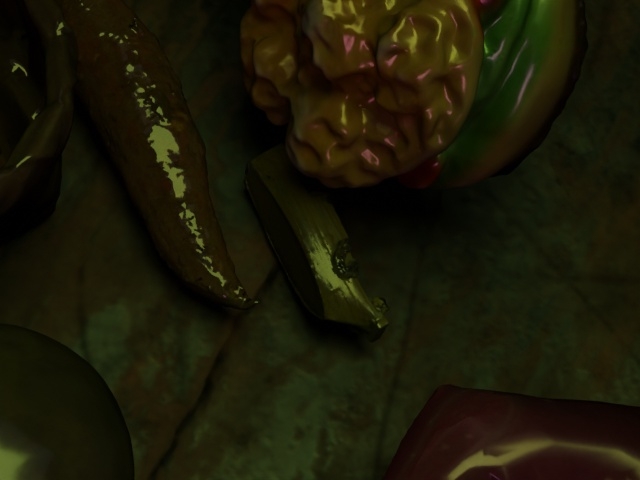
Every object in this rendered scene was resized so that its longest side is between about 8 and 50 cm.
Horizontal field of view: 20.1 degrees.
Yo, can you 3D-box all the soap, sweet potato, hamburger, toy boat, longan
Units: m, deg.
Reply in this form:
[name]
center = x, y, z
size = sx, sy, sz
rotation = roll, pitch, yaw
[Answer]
[soap]
center = 0.173, 0.216, 1.021
size = 0.325, 0.127, 0.220
rotation = 32, 60, 4
[sweet potato]
center = -0.117, -0.089, 1.154
size = 0.066, 0.072, 0.314
rotation = -12, 61, -37
[hamburger]
center = 0.041, -0.141, 1.121
size = 0.149, 0.237, 0.237
rotation = -4, 60, -37
[toy boat]
center = 0.000, 0.000, 1.144
size = 0.049, 0.047, 0.149
rotation = -14, 60, -26
[longan]
center = -0.197, 0.126, 0.961
size = 0.185, 0.159, 0.204
rotation = -42, 40, -18

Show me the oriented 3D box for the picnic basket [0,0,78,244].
[picnic basket]
center = -0.286, -0.148, 0.999
size = 0.293, 0.337, 0.337
rotation = -29, 71, -27
